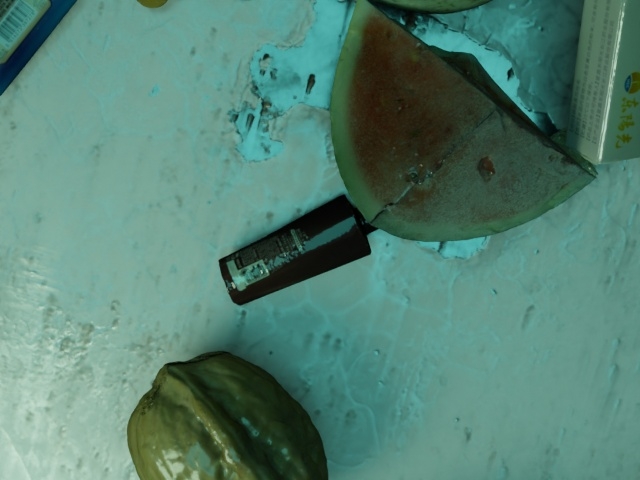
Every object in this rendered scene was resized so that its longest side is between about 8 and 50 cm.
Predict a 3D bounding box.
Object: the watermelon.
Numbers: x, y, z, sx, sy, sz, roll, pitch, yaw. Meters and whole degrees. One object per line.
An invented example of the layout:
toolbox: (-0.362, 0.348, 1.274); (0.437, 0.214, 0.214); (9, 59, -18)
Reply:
watermelon: (0.130, -0.128, 1.148); (0.256, 0.176, 0.260); (-24, 59, -26)

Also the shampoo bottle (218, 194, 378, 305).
shampoo bottle: (-0.001, -0.002, 1.214); (0.236, 0.067, 0.068); (-24, 109, 1)

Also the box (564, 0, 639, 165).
box: (0.372, -0.258, 1.101); (0.200, 0.065, 0.343); (-11, 119, -22)

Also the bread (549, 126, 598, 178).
bread: (0.268, -0.083, 1.223); (0.083, 0.035, 0.070); (-29, 94, 5)

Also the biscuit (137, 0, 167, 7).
biscuit: (-0.107, -0.332, 1.150); (0.240, 0.035, 0.158); (-11, 140, -5)

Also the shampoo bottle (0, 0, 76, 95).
shampoo bottle: (-0.338, -0.255, 1.187); (0.087, 0.050, 0.183); (40, 95, -2)

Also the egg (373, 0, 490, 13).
egg: (0.117, -0.323, 1.128); (0.231, 0.169, 0.169); (-9, 96, 10)

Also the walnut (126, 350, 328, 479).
walnut: (-0.103, 0.235, 1.177); (0.198, 0.198, 0.245); (-34, 99, 3)
